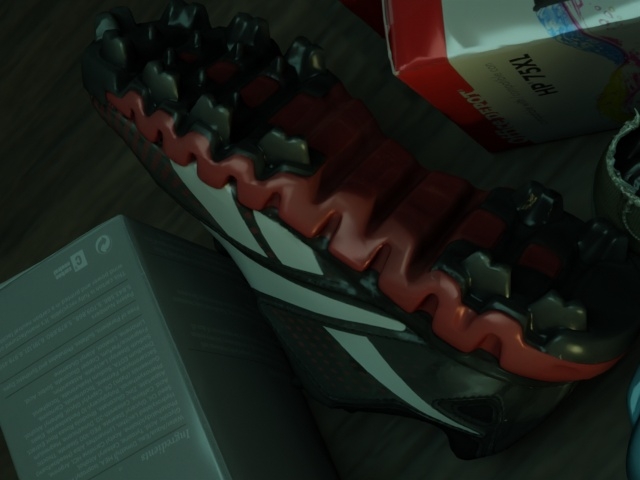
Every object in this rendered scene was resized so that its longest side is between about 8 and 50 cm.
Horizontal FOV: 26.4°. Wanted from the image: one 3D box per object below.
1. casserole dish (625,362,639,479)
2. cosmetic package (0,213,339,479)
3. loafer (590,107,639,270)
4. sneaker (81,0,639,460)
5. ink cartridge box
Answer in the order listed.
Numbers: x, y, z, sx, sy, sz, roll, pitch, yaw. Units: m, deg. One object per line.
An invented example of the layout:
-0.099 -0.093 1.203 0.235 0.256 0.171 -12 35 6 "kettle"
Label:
0.208 0.093 0.549 0.188 0.037 0.114 29 91 28 "casserole dish"
-0.055 0.119 0.614 0.107 0.127 0.238 -29 67 16 "cosmetic package"
0.225 -0.021 0.537 0.251 0.087 0.094 -4 77 24 "loafer"
0.000 0.000 0.606 0.276 0.097 0.135 33 131 13 "sneaker"
0.113 -0.100 0.580 0.231 0.134 0.078 -10 75 23 "ink cartridge box"
